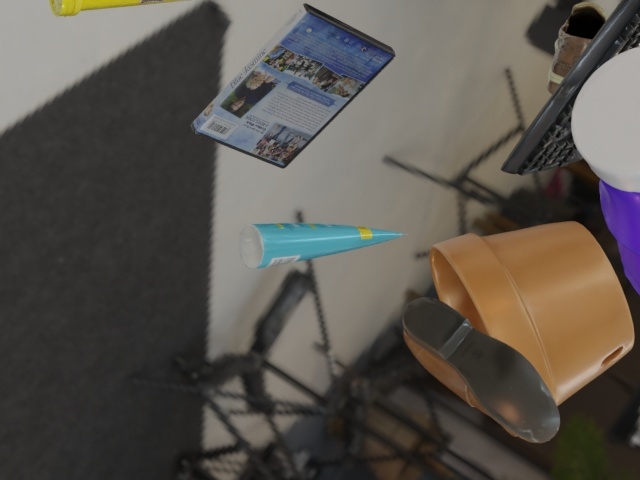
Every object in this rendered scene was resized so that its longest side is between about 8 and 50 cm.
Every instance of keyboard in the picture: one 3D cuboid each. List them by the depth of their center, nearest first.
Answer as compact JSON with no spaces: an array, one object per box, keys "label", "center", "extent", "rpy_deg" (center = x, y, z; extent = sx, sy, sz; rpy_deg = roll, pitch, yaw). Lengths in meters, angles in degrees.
[{"label":"keyboard","center":[0.313,-0.168,1.467],"extent":[0.201,0.033,0.317],"rpy_deg":[-20,159,-29]}]

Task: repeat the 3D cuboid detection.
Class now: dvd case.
[{"label":"dvd case","center":[-0.038,-0.211,2.088],"extent":[0.180,0.022,0.253],"rpy_deg":[20,126,-42]}]

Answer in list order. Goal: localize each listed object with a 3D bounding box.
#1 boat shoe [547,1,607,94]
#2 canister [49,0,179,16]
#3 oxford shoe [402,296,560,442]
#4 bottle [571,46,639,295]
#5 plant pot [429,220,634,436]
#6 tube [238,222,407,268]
[{"label":"boat shoe","center":[0.355,-0.265,1.943],"extent":[0.257,0.095,0.095],"rpy_deg":[-63,160,-63]},{"label":"canister","center":[-0.231,-0.331,1.722],"extent":[0.170,0.073,0.126],"rpy_deg":[-10,93,-22]},{"label":"oxford shoe","center":[0.176,0.150,1.625],"extent":[0.076,0.212,0.076],"rpy_deg":[-37,154,-23]},{"label":"bottle","center":[0.215,-0.003,0.768],"extent":[0.118,0.092,0.283],"rpy_deg":[-38,140,13]},{"label":"plant pot","center":[0.302,0.101,2.076],"extent":[0.203,0.291,0.291],"rpy_deg":[-23,151,-5]},{"label":"tube","center":[0.000,0.000,1.792],"extent":[0.207,0.080,0.052],"rpy_deg":[-5,101,-37]}]
